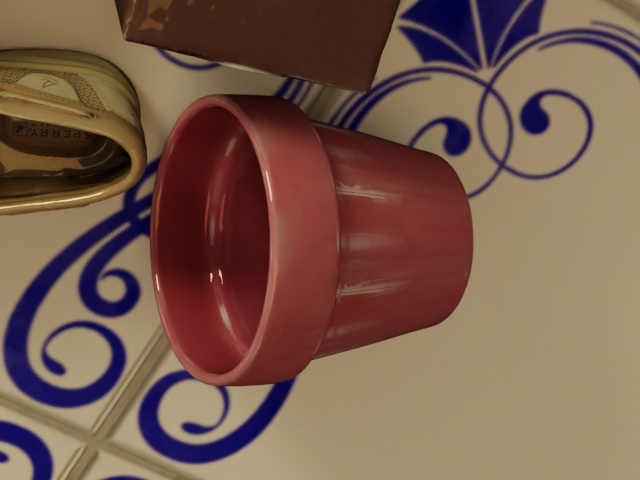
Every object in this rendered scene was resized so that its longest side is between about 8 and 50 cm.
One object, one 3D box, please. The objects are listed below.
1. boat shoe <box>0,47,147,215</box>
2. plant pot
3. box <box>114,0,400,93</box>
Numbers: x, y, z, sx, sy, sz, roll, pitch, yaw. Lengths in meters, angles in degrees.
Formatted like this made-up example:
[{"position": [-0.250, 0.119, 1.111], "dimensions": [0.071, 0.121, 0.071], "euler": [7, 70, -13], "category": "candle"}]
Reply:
[{"position": [-0.288, -0.070, 1.346], "dimensions": [0.341, 0.110, 0.122], "euler": [-5, 118, -9], "category": "boat shoe"}, {"position": [0.000, 0.000, 1.406], "dimensions": [0.180, 0.201, 0.201], "euler": [0, 118, -29], "category": "plant pot"}, {"position": [-0.030, -0.230, 1.284], "dimensions": [0.168, 0.167, 0.203], "euler": [12, 114, -18], "category": "box"}]
